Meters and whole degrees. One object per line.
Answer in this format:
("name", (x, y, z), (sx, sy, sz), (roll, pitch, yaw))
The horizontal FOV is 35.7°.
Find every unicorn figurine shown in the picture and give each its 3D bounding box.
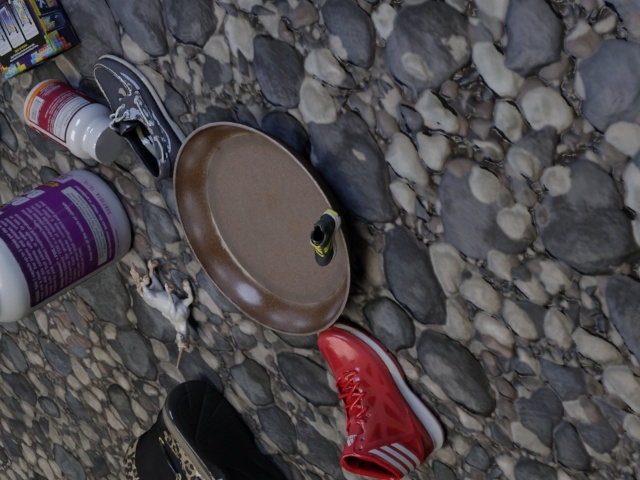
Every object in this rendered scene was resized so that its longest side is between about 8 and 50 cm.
("unicorn figurine", (-0.240, 0.103, 1.572), (0.162, 0.060, 0.111), (45, 143, 38))

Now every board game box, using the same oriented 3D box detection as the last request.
("board game box", (-0.444, -0.328, 1.472), (0.170, 0.048, 0.141), (-9, 108, 48))

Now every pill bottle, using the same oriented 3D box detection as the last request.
("pill bottle", (-0.455, 0.021, 1.528), (0.169, 0.301, 0.169), (25, 132, 31))
("pill bottle", (-0.358, -0.173, 1.465), (0.152, 0.086, 0.086), (31, 135, 27))

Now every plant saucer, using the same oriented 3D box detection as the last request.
("plant saucer", (-0.070, -0.020, 1.313), (0.310, 0.050, 0.310), (26, 134, 31))

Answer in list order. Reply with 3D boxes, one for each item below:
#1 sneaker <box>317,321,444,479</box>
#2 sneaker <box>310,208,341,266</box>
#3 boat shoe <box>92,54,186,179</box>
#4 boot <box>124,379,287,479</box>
("sneaker", (0.052, 0.214, 1.290), (0.221, 0.128, 0.087), (45, 140, 12))
("sneaker", (0.000, 0.000, 1.191), (0.031, 0.035, 0.083), (32, 135, 27))
("boat shoe", (-0.258, -0.171, 1.382), (0.206, 0.065, 0.075), (51, 141, 5))
("boot", (-0.188, 0.444, 1.688), (0.377, 0.138, 0.284), (55, 140, 6))
